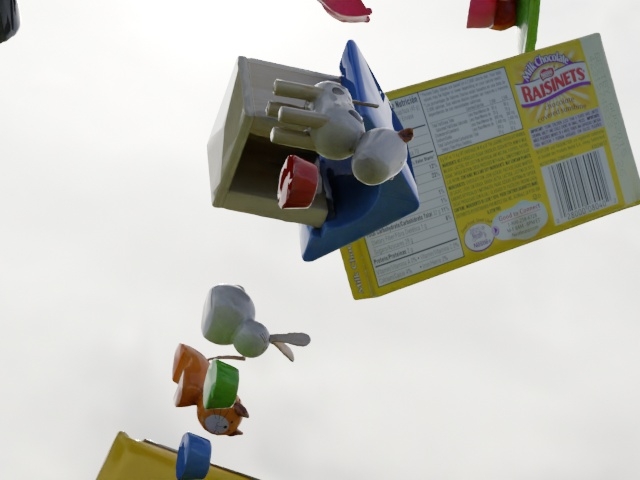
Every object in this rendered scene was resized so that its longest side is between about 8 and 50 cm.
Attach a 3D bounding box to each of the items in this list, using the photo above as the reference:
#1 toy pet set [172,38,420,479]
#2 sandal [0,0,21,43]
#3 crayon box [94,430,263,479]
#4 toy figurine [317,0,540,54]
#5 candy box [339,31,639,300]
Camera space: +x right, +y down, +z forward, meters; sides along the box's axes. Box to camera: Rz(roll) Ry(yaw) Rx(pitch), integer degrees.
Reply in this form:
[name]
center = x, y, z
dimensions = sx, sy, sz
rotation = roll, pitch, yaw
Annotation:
[toy pet set]
center = 0.000, 0.000, 0.601
dimensions = 0.065, 0.114, 0.122
rotation = 11, -53, -16
[sandal]
center = -0.272, -0.102, 0.935
dimensions = 0.097, 0.254, 0.054
rotation = 30, -46, 49
[crayon box]
center = -0.046, 0.293, 0.683
dimensions = 0.106, 0.313, 0.363
rotation = 13, -29, 21
[toy figurine]
center = 0.058, -0.197, 1.216
dimensions = 0.159, 0.173, 0.130
rotation = 3, -17, 2
[candy box]
center = 0.090, -0.044, 1.077
dimensions = 0.206, 0.105, 0.027
rotation = -18, 2, -33
